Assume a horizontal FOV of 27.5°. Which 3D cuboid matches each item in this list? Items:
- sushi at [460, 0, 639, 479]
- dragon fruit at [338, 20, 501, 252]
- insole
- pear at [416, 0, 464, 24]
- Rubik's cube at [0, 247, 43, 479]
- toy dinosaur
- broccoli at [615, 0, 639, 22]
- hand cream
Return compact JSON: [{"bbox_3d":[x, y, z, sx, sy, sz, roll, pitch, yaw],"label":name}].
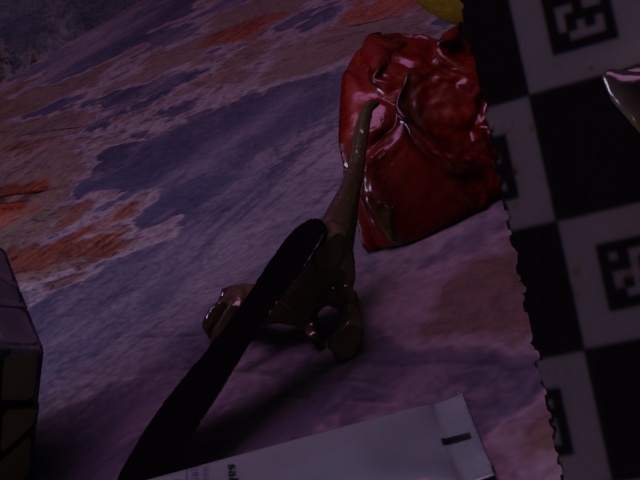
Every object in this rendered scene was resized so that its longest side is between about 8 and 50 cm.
[{"bbox_3d":[0.238,-0.009,0.531,0.343,0.359,0.064,-14,-7,22],"label":"sushi"},{"bbox_3d":[0.135,-0.141,1.241,0.205,0.152,0.317,-14,22,20],"label":"dragon fruit"},{"bbox_3d":[-0.072,0.086,0.956,0.253,0.005,0.086,-55,22,-9],"label":"insole"},{"bbox_3d":[0.224,-0.405,1.608,0.314,0.314,0.314,-20,21,8],"label":"pear"},{"bbox_3d":[-0.365,0.108,0.989,0.319,0.264,0.319,-20,20,8],"label":"Rubik's cube"},{"bbox_3d":[-0.004,-0.001,1.063,0.251,0.072,0.200,-62,23,5],"label":"toy dinosaur"},{"bbox_3d":[0.272,-0.045,0.678,0.297,0.297,0.297,-54,2,2],"label":"broccoli"},{"bbox_3d":[-0.054,0.165,0.831,0.320,0.067,0.109,-18,19,1],"label":"hand cream"}]
